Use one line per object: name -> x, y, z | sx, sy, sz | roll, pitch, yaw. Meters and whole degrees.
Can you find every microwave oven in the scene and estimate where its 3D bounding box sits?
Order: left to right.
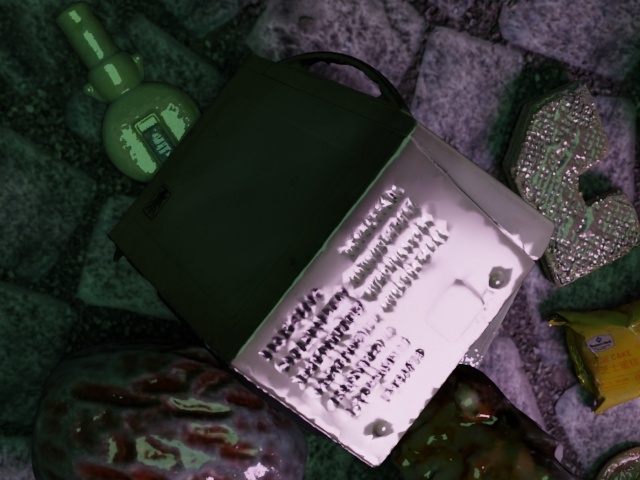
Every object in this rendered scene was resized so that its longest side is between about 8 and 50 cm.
microwave oven -> 0.000, 0.000, 1.086 | 0.247, 0.394, 0.333 | 38, 88, -32

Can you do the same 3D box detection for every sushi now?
sushi -> 0.206, 0.332, 1.172 | 0.175, 0.417, 0.418 | -30, 100, -9

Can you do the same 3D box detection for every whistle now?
whistle -> -0.228, -0.171, 1.212 | 0.126, 0.067, 0.258 | -34, 98, -7

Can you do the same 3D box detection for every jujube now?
jujube -> -0.168, 0.239, 1.169 | 0.308, 0.246, 0.215 | 6, 58, 2

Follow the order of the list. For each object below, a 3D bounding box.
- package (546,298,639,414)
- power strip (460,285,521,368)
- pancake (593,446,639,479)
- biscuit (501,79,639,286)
package -> 0.435, 0.136, 1.336 | 0.226, 0.090, 0.168 | -22, 100, 17
power strip -> 0.143, 0.072, 1.304 | 0.213, 0.064, 0.198 | 31, 87, -25
pancake -> 0.446, 0.363, 1.407 | 0.151, 0.025, 0.152 | -1, 94, -11
biscuit -> 0.330, -0.075, 1.335 | 0.147, 0.046, 0.250 | -24, 99, -7
